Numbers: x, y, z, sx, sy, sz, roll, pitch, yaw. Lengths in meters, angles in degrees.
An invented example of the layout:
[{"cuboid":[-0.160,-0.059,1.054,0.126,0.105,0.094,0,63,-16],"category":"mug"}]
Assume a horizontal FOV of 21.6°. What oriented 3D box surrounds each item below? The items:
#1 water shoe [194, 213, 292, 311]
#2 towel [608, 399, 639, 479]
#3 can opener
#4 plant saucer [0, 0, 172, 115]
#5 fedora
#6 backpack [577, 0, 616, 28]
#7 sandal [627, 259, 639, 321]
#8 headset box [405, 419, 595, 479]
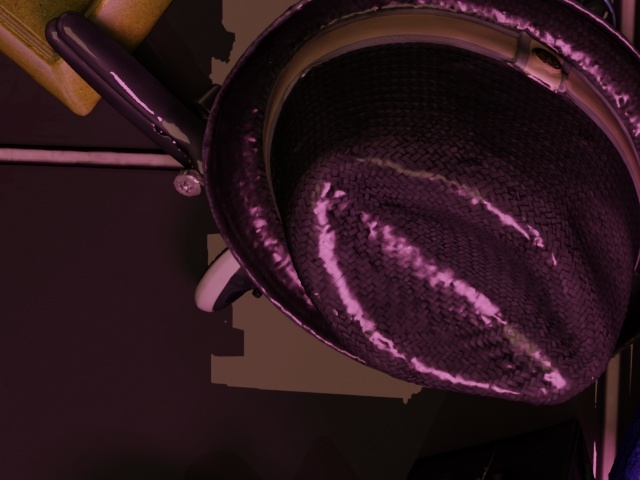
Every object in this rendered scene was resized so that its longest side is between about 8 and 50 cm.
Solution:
[{"cuboid":[0.000,0.000,1.167,0.203,0.073,0.080,-40,93,16],"category":"water shoe"},{"cuboid":[0.352,0.134,1.087,0.308,0.076,0.228,17,105,-7],"category":"towel"},{"cuboid":[-0.116,-0.094,1.170,0.186,0.059,0.073,36,63,-14],"category":"can opener"},{"cuboid":[-0.192,-0.214,1.182,0.188,0.045,0.188,40,105,3],"category":"plant saucer"},{"cuboid":[0.082,-0.001,1.037,0.334,0.152,0.334,2,122,4],"category":"fedora"},{"cuboid":[0.137,-0.135,1.106,0.105,0.084,0.114,38,112,0],"category":"backpack"},{"cuboid":[0.325,-0.004,1.114,0.254,0.054,0.097,-10,94,24],"category":"sandal"},{"cuboid":[0.136,0.277,1.101,0.131,0.246,0.283,-16,96,15],"category":"headset box"}]
